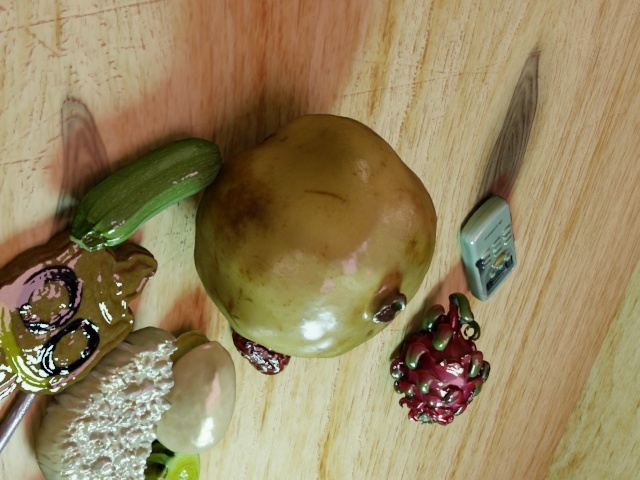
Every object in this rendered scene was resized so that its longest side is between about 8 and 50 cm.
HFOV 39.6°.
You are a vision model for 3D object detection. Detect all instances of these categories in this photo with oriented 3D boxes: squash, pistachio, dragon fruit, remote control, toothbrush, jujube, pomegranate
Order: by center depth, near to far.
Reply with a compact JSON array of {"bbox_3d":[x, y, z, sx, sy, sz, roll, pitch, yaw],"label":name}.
[{"bbox_3d":[-0.209,-0.060,1.062,0.219,0.077,0.068,-40,180,-31],"label":"squash"},{"bbox_3d":[-0.440,0.309,1.145,0.354,0.029,0.024,-57,153,3],"label":"toothbrush"},{"bbox_3d":[0.000,0.000,1.182,0.333,0.333,0.332,-34,144,-30],"label":"pomegranate"},{"bbox_3d":[-0.192,0.235,1.330,0.145,0.117,0.200,-18,132,-39],"label":"pistachio"},{"bbox_3d":[-0.097,0.170,1.447,0.077,0.077,0.129,-51,138,-6],"label":"jujube"},{"bbox_3d":[0.260,0.269,1.925,0.198,0.219,0.272,-77,168,-49],"label":"dragon fruit"},{"bbox_3d":[0.375,0.019,1.960,0.140,0.056,0.296,-48,149,-15],"label":"remote control"}]

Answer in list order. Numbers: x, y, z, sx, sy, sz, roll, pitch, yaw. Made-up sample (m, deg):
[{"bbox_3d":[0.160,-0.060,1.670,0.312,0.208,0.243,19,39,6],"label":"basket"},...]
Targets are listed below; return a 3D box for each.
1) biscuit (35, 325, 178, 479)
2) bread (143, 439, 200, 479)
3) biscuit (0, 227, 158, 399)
[{"bbox_3d":[-0.304,0.248,1.227,0.179,0.084,0.281,-4,121,-47],"label":"biscuit"},{"bbox_3d":[-0.245,0.369,1.411,0.139,0.071,0.130,-40,138,-61],"label":"bread"},{"bbox_3d":[-0.316,0.096,1.082,0.290,0.041,0.208,-36,139,-29],"label":"biscuit"}]
